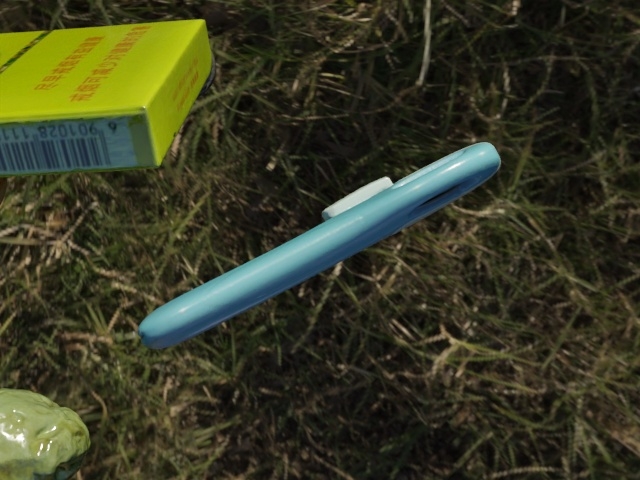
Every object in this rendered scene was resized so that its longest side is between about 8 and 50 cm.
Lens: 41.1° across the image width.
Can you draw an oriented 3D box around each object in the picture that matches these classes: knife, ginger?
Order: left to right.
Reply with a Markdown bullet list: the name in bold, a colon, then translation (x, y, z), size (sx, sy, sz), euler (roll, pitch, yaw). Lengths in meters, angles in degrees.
- **ginger**: translation (-0.269, 0.142, 0.499), size (0.290, 0.089, 0.137), euler (-5, 144, 5)
- **knife**: translation (0.000, 0.000, 0.471), size (0.222, 0.064, 0.031), euler (-27, 86, -7)

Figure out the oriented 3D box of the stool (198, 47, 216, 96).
- **stool**: translation (-0.179, -0.221, 1.082), size (0.096, 0.110, 0.096), euler (-3, 103, -15)

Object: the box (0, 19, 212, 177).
- **box**: translation (-0.256, -0.097, 0.590), size (0.335, 0.187, 0.047), euler (-2, 120, 6)

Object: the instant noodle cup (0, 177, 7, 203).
- **instant noodle cup**: translation (-0.560, -0.069, 1.228), size (0.215, 0.172, 0.216), euler (0, 114, 0)
